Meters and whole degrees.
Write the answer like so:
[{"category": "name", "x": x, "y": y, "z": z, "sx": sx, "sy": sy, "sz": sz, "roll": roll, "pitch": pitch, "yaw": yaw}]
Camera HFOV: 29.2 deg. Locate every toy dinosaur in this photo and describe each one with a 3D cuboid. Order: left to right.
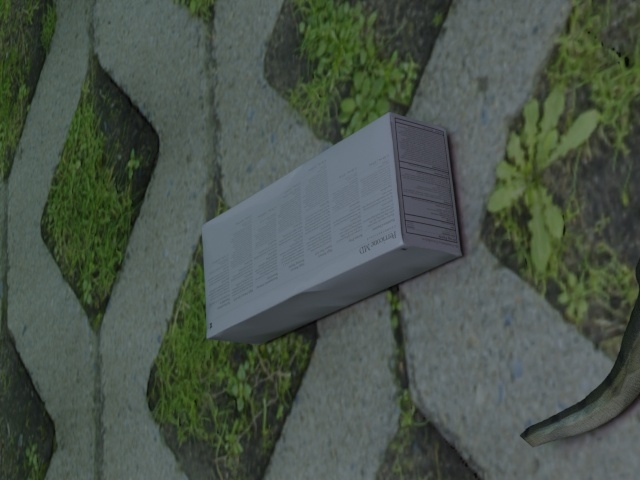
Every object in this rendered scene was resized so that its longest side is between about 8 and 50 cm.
[{"category": "toy dinosaur", "x": 0.199, "y": 0.028, "z": 0.648, "sx": 0.118, "sy": 0.064, "sz": 0.268, "roll": 50, "pitch": 123, "yaw": 54}]

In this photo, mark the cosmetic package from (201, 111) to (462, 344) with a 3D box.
[{"category": "cosmetic package", "x": 0.000, "y": 0.000, "z": 0.912, "sx": 0.239, "sy": 0.060, "sz": 0.099, "roll": -27, "pitch": 59, "yaw": 47}]
